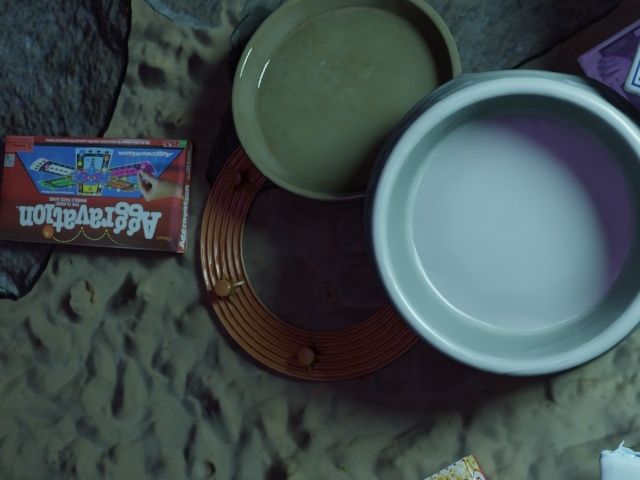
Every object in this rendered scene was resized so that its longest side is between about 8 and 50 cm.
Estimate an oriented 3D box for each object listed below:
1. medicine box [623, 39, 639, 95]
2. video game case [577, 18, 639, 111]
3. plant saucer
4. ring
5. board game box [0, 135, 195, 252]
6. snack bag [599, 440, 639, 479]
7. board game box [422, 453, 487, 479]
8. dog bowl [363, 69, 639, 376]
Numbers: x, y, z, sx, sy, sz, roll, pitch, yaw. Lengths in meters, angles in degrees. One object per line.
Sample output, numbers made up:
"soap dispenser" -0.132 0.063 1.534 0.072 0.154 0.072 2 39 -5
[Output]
"medicine box" 0.468 -0.240 1.041 0.263 0.149 0.289 24 116 22
"video game case" 0.401 -0.175 1.202 0.190 0.022 0.173 -31 76 17
"plant saucer" 0.031 -0.174 1.317 0.277 0.041 0.278 -4 76 15
"ring" 0.000 0.000 1.345 0.336 0.032 0.337 -2 85 21
"board game box" -0.299 -0.063 1.472 0.281 0.027 0.145 3 88 22
"snack bag" 0.433 0.391 1.117 0.322 0.037 0.343 4 94 23
"board game box" 0.150 0.359 1.248 0.146 0.045 0.194 -31 75 17
"dog bowl" 0.210 -0.016 1.180 0.348 0.102 0.349 1 96 11
